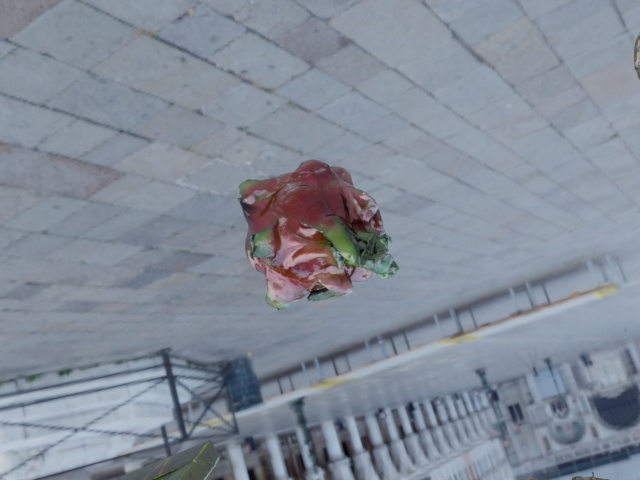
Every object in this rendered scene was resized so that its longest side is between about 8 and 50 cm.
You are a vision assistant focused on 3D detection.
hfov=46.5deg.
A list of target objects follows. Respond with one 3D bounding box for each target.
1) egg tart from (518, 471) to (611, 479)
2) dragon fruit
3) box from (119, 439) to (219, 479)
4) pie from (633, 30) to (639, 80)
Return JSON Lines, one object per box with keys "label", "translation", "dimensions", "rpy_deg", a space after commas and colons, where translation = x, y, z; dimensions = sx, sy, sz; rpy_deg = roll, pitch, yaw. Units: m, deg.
{"label": "egg tart", "translation": [0.347, 0.365, 0.865], "dimensions": [0.116, 0.295, 0.295], "rpy_deg": [-61, 152, 9]}
{"label": "dragon fruit", "translation": [-0.004, -0.001, 0.709], "dimensions": [0.137, 0.135, 0.236], "rpy_deg": [-24, -158, -4]}
{"label": "box", "translation": [-0.190, 0.280, 0.784], "dimensions": [0.122, 0.030, 0.193], "rpy_deg": [-25, -176, 12]}
{"label": "pie", "translation": [0.525, -0.310, 0.984], "dimensions": [0.355, 0.103, 0.288], "rpy_deg": [-9, 128, -49]}
